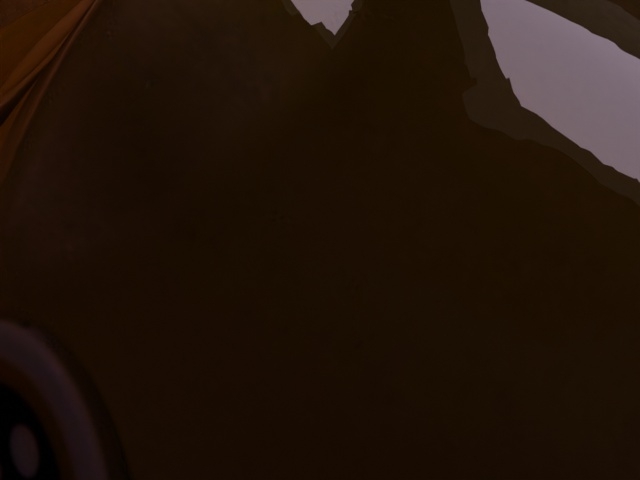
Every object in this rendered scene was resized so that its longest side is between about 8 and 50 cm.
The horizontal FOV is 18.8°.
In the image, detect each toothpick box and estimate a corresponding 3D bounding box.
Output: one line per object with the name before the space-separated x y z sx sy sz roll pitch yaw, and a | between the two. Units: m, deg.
toothpick box | 0.023 0.057 0.851 0.425 0.409 0.409 45 6 -14

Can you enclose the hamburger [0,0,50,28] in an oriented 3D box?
hamburger | -0.249 -0.163 1.364 0.189 0.215 0.122 29 24 -12
